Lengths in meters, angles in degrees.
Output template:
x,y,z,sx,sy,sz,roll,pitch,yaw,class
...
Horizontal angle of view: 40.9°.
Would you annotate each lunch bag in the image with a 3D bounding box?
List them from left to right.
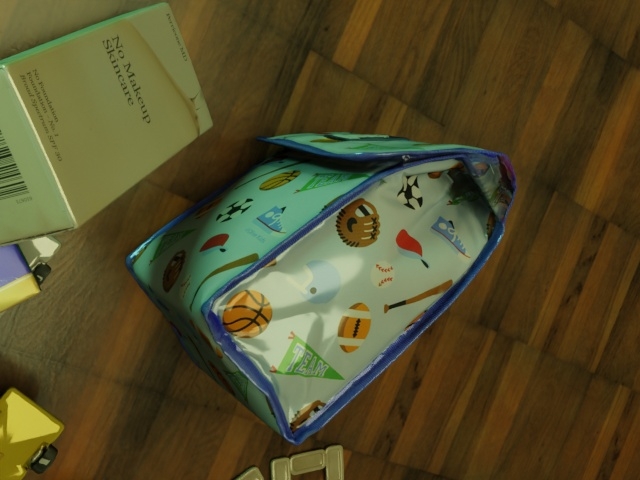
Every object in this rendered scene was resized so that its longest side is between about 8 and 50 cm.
x,y,z,sx,sy,sz,roll,pitch,yaw,class
0.000,0.000,1.026,0.385,0.328,0.239,-37,113,-16,lunch bag

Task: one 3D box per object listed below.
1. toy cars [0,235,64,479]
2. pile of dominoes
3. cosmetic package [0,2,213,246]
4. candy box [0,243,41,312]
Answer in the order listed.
x,y,z,sx,sy,sz,roll,pitch,yaw,class
-0.385,0.151,0.983,0.176,0.087,0.394,-1,96,-17,toy cars
-0.055,0.434,1.257,0.196,0.040,0.251,-4,93,-27,pile of dominoes
-0.242,-0.132,0.887,0.309,0.113,0.160,-56,131,-58,cosmetic package
-0.468,-0.028,0.835,0.268,0.122,0.317,-29,101,-15,candy box
